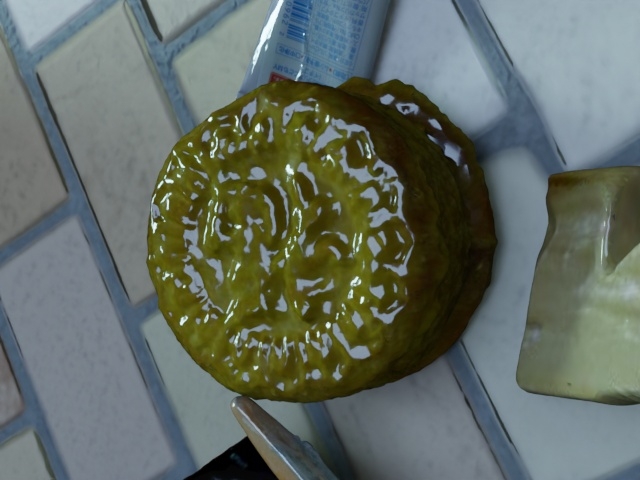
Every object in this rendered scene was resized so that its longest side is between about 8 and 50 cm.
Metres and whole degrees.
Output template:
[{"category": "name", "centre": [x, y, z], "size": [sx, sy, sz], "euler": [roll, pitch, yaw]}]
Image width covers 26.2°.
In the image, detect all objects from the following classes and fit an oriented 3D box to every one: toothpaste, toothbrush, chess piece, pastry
[{"category": "toothpaste", "centre": [0.014, -0.170, 0.814], "size": [0.089, 0.057, 0.234], "euler": [26, 107, 26]}, {"category": "toothbrush", "centre": [0.075, 0.226, 0.727], "size": [0.037, 0.028, 0.375], "euler": [-43, 83, 27]}, {"category": "chess piece", "centre": [0.195, 0.024, 0.630], "size": [0.301, 0.137, 0.137], "euler": [-7, 83, 59]}, {"category": "pastry", "centre": [0.000, 0.000, 0.775], "size": [0.188, 0.103, 0.189], "euler": [3, 96, 28]}]

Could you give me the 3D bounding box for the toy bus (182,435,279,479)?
[{"category": "toy bus", "centre": [-0.167, 0.260, 0.776], "size": [0.409, 0.092, 0.093], "euler": [-36, 73, -5]}]
